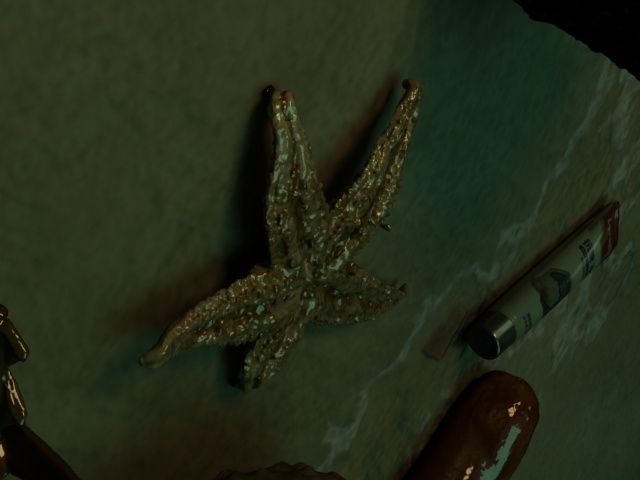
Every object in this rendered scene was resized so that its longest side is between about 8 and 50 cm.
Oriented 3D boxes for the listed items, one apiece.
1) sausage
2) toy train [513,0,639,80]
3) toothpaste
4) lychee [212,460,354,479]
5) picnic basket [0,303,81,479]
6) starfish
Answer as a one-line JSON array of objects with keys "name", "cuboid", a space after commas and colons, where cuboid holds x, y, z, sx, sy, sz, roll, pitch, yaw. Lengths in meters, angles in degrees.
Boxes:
[{"name": "sausage", "cuboid": [0.095, 0.242, 1.000, 0.302, 0.076, 0.103, -42, 143, -26]}, {"name": "toy train", "cuboid": [0.262, -0.216, 0.688, 0.249, 0.307, 0.173, -47, 147, -5]}, {"name": "toothpaste", "cuboid": [0.220, 0.036, 1.054, 0.239, 0.039, 0.062, -35, 132, -37]}, {"name": "lychee", "cuboid": [-0.033, 0.264, 0.716, 0.274, 0.255, 0.255, -63, 170, -71]}, {"name": "picnic basket", "cuboid": [-0.166, 0.084, 0.435, 0.128, 0.178, 0.138, -1, 114, -54]}, {"name": "starfish", "cuboid": [0.005, 0.002, 0.726, 0.295, 0.048, 0.231, 0, 114, -55]}]
